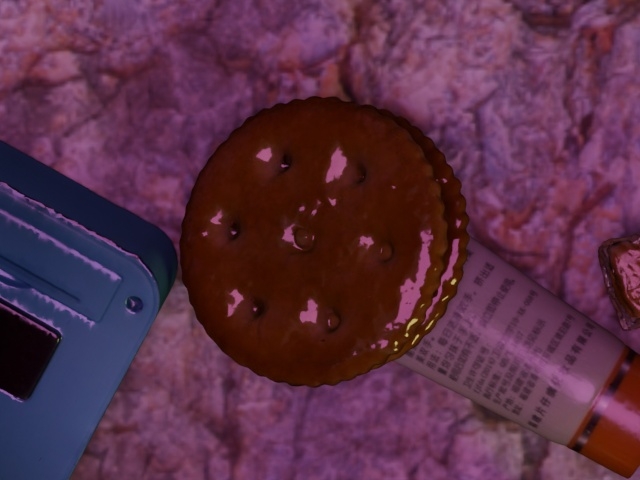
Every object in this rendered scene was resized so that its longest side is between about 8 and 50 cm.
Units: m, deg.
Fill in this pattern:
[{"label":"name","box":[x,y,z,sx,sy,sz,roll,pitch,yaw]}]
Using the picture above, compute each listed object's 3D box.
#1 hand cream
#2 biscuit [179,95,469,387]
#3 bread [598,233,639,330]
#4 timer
[{"label":"hand cream","box":[0.116,0.070,1.440,0.314,0.089,0.139,33,94,5]},{"label":"biscuit","box":[0.000,0.000,1.415,0.220,0.066,0.220,-3,82,23]},{"label":"bread","box":[0.256,0.025,1.443,0.083,0.077,0.070,-17,82,2]},{"label":"timer","box":[-0.258,0.065,1.462,0.232,0.091,0.250,30,104,-2]}]
